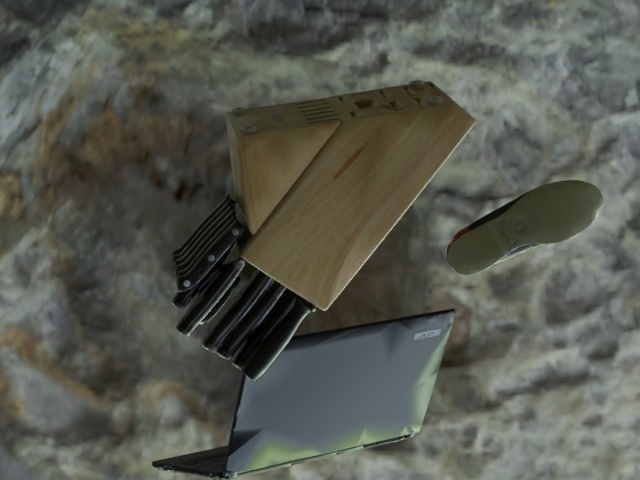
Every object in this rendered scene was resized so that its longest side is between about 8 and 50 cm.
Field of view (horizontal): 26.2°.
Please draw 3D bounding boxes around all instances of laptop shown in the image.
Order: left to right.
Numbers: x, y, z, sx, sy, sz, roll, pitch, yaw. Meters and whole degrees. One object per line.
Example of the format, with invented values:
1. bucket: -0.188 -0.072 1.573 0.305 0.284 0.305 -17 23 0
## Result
1. laptop: -0.023 0.155 1.400 0.234 0.264 0.136 -7 -91 -31

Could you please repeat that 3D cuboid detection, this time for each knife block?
1. knife block: 0.000 0.000 1.206 0.275 0.088 0.242 -10 -68 -7

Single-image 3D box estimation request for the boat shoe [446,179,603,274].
1. boat shoe: 0.167 -0.011 1.132 0.137 0.043 0.049 -27 -89 8
